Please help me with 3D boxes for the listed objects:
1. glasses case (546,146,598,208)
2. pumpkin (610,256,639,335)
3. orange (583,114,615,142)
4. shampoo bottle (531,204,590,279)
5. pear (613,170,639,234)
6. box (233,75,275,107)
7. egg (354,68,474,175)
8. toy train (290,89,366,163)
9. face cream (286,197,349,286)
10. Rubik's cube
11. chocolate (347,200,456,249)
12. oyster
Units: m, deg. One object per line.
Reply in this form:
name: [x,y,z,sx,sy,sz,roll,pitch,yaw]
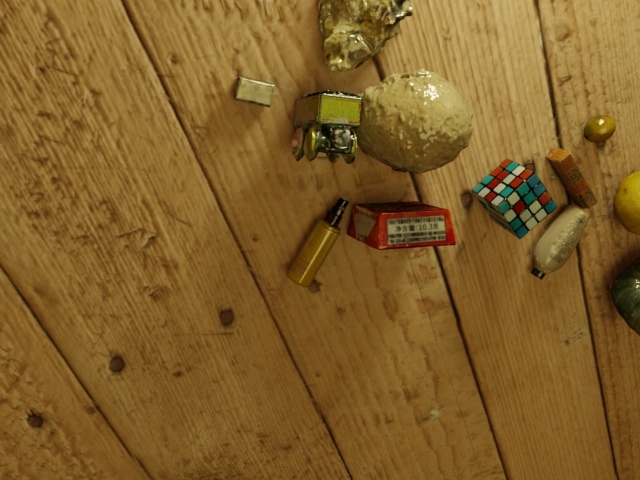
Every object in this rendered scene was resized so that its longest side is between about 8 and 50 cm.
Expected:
glasses case: [0.784,-0.191,1.999,0.049,0.075,0.218,-41,119,4]
pumpkin: [1.172,0.181,2.166,0.328,0.291,0.257,-34,144,13]
orange: [0.849,-0.339,1.954,0.095,0.085,0.085,-25,118,0]
shampoo bottle: [0.768,0.012,2.076,0.127,0.078,0.256,26,101,-22]
pear: [1.042,-0.125,2.046,0.209,0.209,0.208,-7,114,-16]
box: [-0.169,-0.377,1.620,0.098,0.045,0.062,7,109,-20]
egg: [0.245,-0.306,1.672,0.311,0.279,0.279,7,110,-8]
toy train: [0.011,-0.283,1.608,0.134,0.261,0.177,1,98,-20]
face cream: [0.000,0.000,1.816,0.078,0.078,0.273,25,102,-26]
Rubik's cube: [0.577,-0.125,1.912,0.151,0.155,0.154,-43,117,3]
chocolate: [0.223,-0.045,1.790,0.238,0.235,0.107,-2,101,-18]
oyster: [0.115,-0.574,1.592,0.238,0.115,0.351,29,100,-26]
